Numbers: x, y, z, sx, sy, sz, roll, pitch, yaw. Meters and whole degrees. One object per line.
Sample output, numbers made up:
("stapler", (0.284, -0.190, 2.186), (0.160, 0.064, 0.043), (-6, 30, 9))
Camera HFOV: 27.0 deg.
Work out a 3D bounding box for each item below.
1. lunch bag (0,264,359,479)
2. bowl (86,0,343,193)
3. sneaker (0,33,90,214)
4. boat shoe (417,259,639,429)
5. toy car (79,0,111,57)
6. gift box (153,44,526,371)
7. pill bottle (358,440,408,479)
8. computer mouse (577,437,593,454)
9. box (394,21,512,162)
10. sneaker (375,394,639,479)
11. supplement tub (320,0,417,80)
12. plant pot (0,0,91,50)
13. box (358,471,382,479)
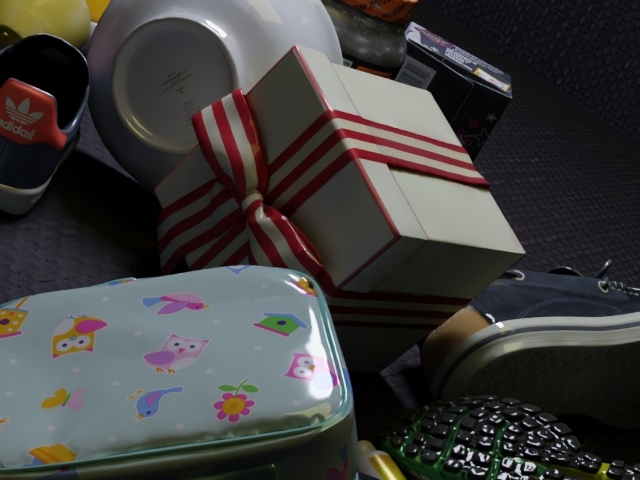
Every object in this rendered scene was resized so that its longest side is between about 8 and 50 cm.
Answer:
("lunch bag", (-0.119, 0.122, 0.904), (0.279, 0.107, 0.224), (-8, 32, -7))
("bowl", (-0.133, -0.167, 1.408), (0.298, 0.298, 0.134), (33, 16, 8))
("sneaker", (-0.295, -0.159, 1.398), (0.131, 0.148, 0.350), (23, 21, -17))
("boat shoe", (0.296, 0.112, 1.515), (0.500, 0.186, 0.156), (5, 37, -39))
("toy car", (-0.274, -0.308, 1.826), (0.182, 0.159, 0.136), (20, -14, -25))
("gift box", (0.000, 0.000, 1.296), (0.258, 0.276, 0.255), (10, 41, -51))
("pill bottle", (0.052, 0.210, 1.145), (0.043, 0.043, 0.083), (12, 27, -39))
("computer mouse", (0.302, 0.268, 1.347), (0.193, 0.042, 0.106), (43, 23, 32))
("box", (0.123, -0.140, 1.772), (0.163, 0.247, 0.142), (29, 19, -3))
("sneaker", (0.188, 0.247, 1.149), (0.344, 0.146, 0.134), (25, 32, 31))
("supplement tub", (-0.025, -0.184, 1.579), (0.194, 0.316, 0.193), (26, 20, -10))
("plant pot", (-0.357, -0.254, 1.600), (0.134, 0.134, 0.095), (29, 45, -2))
("box", (0.028, 0.268, 0.937), (0.293, 0.073, 0.295), (21, 21, -16))
